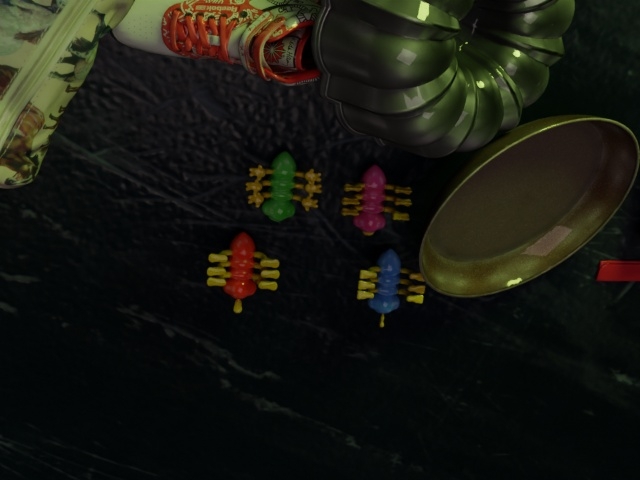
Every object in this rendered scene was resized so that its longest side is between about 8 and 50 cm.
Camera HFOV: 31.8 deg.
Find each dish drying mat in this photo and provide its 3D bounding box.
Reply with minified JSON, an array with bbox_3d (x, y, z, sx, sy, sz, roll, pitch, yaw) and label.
[{"bbox_3d":[0.426,0.043,1.563,0.083,0.008,0.032,0,118,-11],"label":"dish drying mat"}]

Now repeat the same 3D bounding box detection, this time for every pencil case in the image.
[{"bbox_3d":[-0.284,-0.239,1.180,0.160,0.183,0.410,30,109,-23],"label":"pencil case"}]

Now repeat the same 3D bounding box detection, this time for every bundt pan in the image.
[{"bbox_3d":[0.155,-0.236,1.220,0.331,0.124,0.331,-22,128,-31],"label":"bundt pan"}]

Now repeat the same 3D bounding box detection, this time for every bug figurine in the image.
[{"bbox_3d":[0.000,0.000,1.422,0.279,0.072,0.216,7,109,-9],"label":"bug figurine"}]

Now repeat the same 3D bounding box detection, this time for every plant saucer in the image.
[{"bbox_3d":[0.252,-0.048,1.402,0.310,0.050,0.310,-19,143,-15],"label":"plant saucer"}]

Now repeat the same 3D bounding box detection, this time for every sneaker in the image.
[{"bbox_3d":[-0.099,-0.232,1.239,0.270,0.145,0.090,0,117,-11],"label":"sneaker"}]
